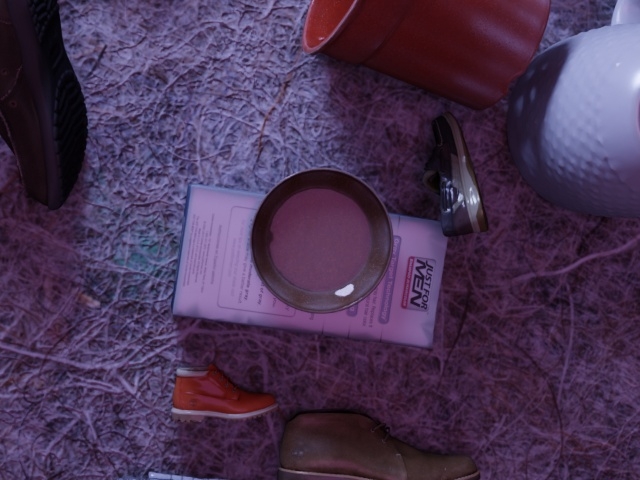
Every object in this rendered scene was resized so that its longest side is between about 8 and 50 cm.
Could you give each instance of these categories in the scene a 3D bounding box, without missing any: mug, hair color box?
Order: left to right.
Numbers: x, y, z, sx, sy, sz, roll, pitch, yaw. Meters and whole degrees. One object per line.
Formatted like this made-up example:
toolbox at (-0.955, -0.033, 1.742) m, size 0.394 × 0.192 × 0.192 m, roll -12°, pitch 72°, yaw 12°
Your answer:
hair color box at (-0.016, 0.035, 1.562) m, size 0.374 × 0.113 × 0.185 m, roll 8°, pitch 92°, yaw -9°
mug at (0.450, -0.214, 1.505) m, size 0.276 × 0.328 × 0.374 m, roll 10°, pitch 93°, yaw -10°

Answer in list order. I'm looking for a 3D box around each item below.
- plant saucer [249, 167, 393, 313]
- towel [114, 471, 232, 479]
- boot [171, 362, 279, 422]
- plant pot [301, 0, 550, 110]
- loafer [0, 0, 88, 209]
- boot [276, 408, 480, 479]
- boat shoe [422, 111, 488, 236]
plant saucer at (0.000, 0.000, 1.487) m, size 0.198 × 0.036 × 0.199 m, roll 0°, pitch 92°, yaw -9°
towel at (-0.178, 0.468, 1.568) m, size 0.283 × 0.121 × 0.235 m, roll 9°, pitch 92°, yaw -9°
boot at (-0.139, 0.221, 1.588) m, size 0.157 × 0.059 × 0.085 m, roll 1°, pitch 89°, yaw -8°
plant pot at (0.153, -0.325, 1.499) m, size 0.265 × 0.272 × 0.272 m, roll 24°, pitch 91°, yaw -18°
loafer at (-0.402, -0.211, 1.442) m, size 0.130 × 0.134 × 0.366 m, roll 1°, pitch 121°, yaw 7°
boot at (0.091, 0.313, 1.610) m, size 0.305 × 0.112 × 0.115 m, roll 5°, pitch 83°, yaw -7°
boat shoe at (0.181, -0.096, 1.550) m, size 0.073 × 0.224 × 0.080 m, roll -15°, pitch 140°, yaw 4°
